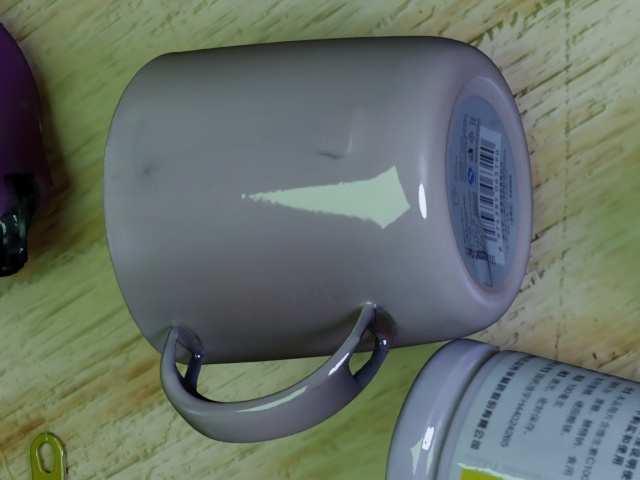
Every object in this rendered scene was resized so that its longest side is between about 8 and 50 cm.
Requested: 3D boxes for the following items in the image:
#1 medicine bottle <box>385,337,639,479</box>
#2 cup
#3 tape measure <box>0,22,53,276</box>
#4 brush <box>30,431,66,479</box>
[{"bbox_3d":[0.173,0.145,1.104,0.249,0.133,0.133,14,102,26],"label":"medicine bottle"},{"bbox_3d":[0.000,0.000,1.129,0.200,0.191,0.253,-3,52,27],"label":"cup"},{"bbox_3d":[-0.302,-0.055,1.337,0.231,0.149,0.245,-38,77,28],"label":"tape measure"},{"bbox_3d":[-0.186,0.237,1.382,0.083,0.011,0.205,-3,93,30],"label":"brush"}]
